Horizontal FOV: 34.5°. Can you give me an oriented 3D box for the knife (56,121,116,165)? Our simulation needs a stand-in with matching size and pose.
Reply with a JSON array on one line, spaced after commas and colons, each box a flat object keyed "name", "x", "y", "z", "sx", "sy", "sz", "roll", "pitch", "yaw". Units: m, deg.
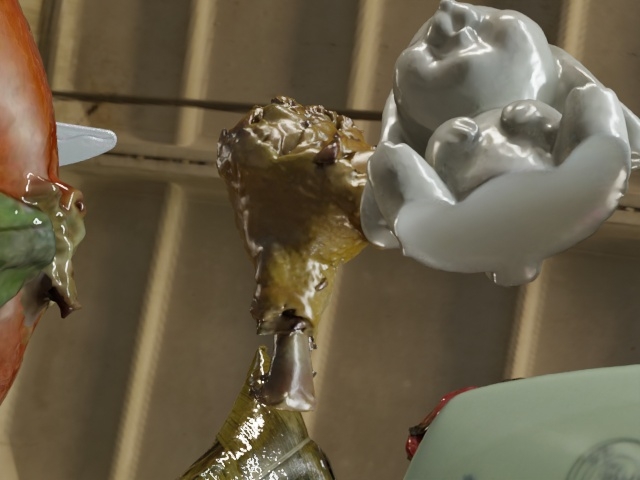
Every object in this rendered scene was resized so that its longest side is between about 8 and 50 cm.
[{"name": "knife", "x": -0.282, "y": -0.089, "z": 0.831, "sx": 0.032, "sy": 0.244, "sz": 0.058, "roll": 37, "pitch": -70, "yaw": 51}]

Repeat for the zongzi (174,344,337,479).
[{"name": "zongzi", "x": -0.131, "y": 0.294, "z": 1.484, "sx": 0.134, "sy": 0.286, "sz": 0.288, "roll": -38, "pitch": -116, "yaw": 43}]

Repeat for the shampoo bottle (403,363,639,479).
[{"name": "shampoo bottle", "x": 0.150, "y": 0.097, "z": 0.226, "sx": 0.359, "sy": 0.078, "sz": 0.134, "roll": -2, "pitch": -114, "yaw": 58}]

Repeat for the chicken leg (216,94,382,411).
[{"name": "chicken leg", "x": 0.000, "y": 0.000, "z": 1.239, "sx": 0.295, "sy": 0.182, "sz": 0.409, "roll": -8, "pitch": -115, "yaw": 28}]

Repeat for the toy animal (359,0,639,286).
[{"name": "toy animal", "x": 0.151, "y": -0.108, "z": 0.976, "sx": 0.272, "sy": 0.206, "sz": 0.265, "roll": -20, "pitch": -133, "yaw": 8}]

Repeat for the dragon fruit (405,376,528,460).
[{"name": "dragon fruit", "x": 0.243, "y": 0.272, "z": 1.371, "sx": 0.234, "sy": 0.234, "sz": 0.293, "roll": 47, "pitch": -44, "yaw": 20}]

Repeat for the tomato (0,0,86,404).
[{"name": "tomato", "x": -0.269, "y": -0.021, "z": 0.433, "sx": 0.321, "sy": 0.321, "sz": 0.321, "roll": 1, "pitch": -88, "yaw": 30}]
